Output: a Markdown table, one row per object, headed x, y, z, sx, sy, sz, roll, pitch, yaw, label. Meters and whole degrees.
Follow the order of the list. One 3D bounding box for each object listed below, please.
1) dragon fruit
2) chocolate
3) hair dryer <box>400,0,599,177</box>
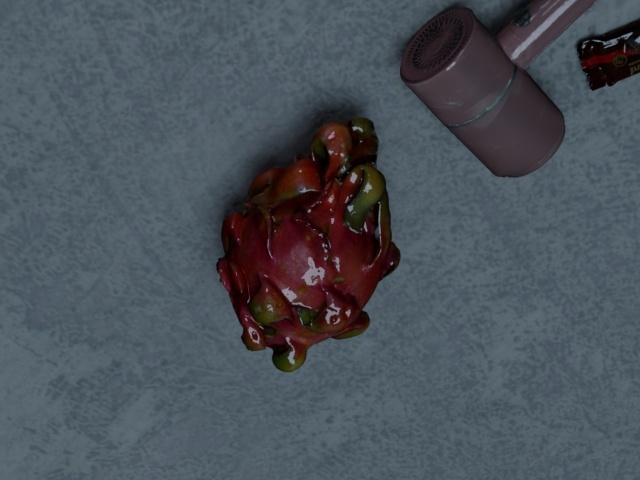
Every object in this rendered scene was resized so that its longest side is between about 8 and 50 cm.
| x | y | z | sx | sy | sz | roll | pitch | yaw | label |
| --- | --- | --- | --- | --- | --- | --- | --- | --- | --- |
| -0.017 | 0.005 | 2.027 | 0.243 | 0.227 | 0.307 | -15 | 120 | -5 | dragon fruit |
| 0.429 | -0.256 | 2.051 | 0.182 | 0.028 | 0.086 | -20 | 124 | 2 | chocolate |
| 0.294 | -0.259 | 1.985 | 0.352 | 0.125 | 0.210 | -42 | 119 | 9 | hair dryer |
